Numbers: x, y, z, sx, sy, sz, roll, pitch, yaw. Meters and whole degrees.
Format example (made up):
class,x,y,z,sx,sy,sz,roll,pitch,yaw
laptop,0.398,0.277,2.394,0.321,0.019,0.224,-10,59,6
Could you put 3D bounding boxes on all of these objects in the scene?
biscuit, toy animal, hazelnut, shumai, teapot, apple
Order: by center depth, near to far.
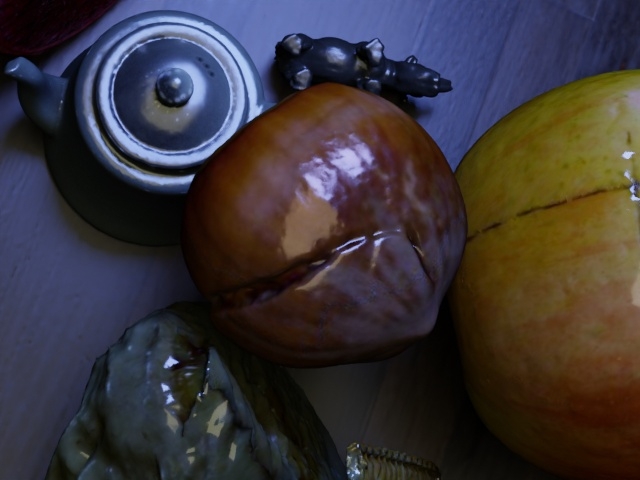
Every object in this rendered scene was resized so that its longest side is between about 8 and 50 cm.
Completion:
class,x,y,z,sx,sy,sz,roll,pitch,yaw
hazelnut,0.000,0.000,0.964,0.182,0.182,0.182,2,79,-11
shumai,-0.097,0.178,1.016,0.218,0.189,0.256,-33,112,2
biscuit,0.050,0.210,1.021,0.016,0.203,0.144,-1,80,18
apple,0.202,0.028,1.035,0.233,0.286,0.286,-14,82,9
teapot,-0.096,-0.088,1.060,0.239,0.149,0.162,11,77,-9
toy animal,0.032,-0.126,1.138,0.136,0.065,0.047,5,97,-8

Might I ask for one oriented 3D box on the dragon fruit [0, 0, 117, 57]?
class,x,y,z,sx,sy,sz,roll,pitch,yaw
dragon fruit,-0.201,-0.216,1.041,0.163,0.262,0.189,16,112,17
